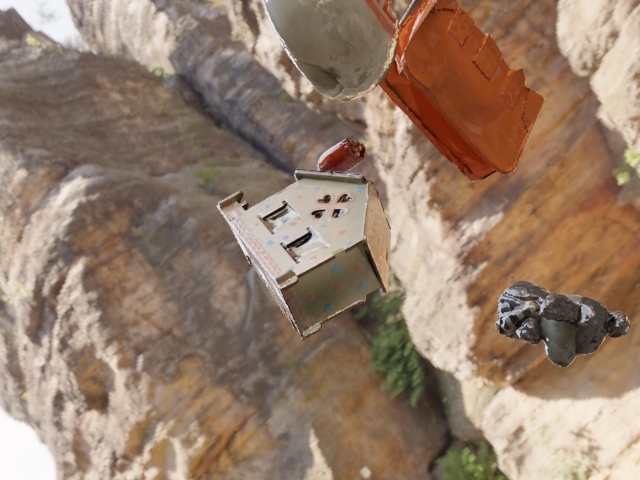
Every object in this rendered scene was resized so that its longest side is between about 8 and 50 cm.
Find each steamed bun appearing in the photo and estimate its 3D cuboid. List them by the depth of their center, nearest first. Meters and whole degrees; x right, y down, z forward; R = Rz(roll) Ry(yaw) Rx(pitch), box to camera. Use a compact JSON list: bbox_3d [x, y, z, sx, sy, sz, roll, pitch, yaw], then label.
[{"bbox_3d":[0.033,-0.390,1.412,0.177,0.283,0.283,-30,-8,20],"label":"steamed bun"}]

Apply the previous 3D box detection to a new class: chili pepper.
[{"bbox_3d":[0.049,-0.202,2.019,0.123,0.070,0.073,-27,0,45],"label":"chili pepper"}]

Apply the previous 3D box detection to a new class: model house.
[{"bbox_3d":[0.000,0.000,1.389,0.244,0.326,0.169,-32,-53,-8],"label":"model house"}]

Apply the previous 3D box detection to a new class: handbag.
[{"bbox_3d":[0.331,-0.360,1.918,0.116,0.410,0.303,-13,41,53],"label":"handbag"}]

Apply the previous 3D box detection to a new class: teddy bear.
[{"bbox_3d":[0.443,0.160,1.579,0.251,0.171,0.144,13,80,58],"label":"teddy bear"}]
